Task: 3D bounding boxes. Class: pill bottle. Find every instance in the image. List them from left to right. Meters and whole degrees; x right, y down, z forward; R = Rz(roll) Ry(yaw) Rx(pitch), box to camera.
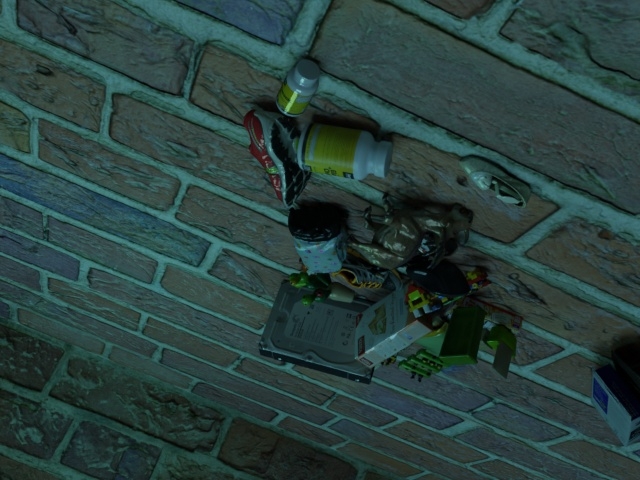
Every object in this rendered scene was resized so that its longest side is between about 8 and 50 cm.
[{"bbox_3d":[-0.041,-0.298,1.444,0.065,0.065,0.116,25,149,-9],"label":"pill bottle"},{"bbox_3d":[0.052,-0.182,1.542,0.184,0.103,0.103,12,149,14],"label":"pill bottle"}]

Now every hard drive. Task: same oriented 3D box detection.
[{"bbox_3d":[0.012,0.263,2.170,0.338,0.237,0.064,14,149,11],"label":"hard drive"}]

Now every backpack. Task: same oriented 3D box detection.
[{"bbox_3d":[0.000,0.000,1.864,0.151,0.115,0.182,5,150,18],"label":"backpack"}]

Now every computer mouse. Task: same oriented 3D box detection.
[{"bbox_3d":[0.226,0.069,1.752,0.184,0.060,0.262,-5,-163,-18],"label":"computer mouse"}]

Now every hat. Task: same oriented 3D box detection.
[{"bbox_3d":[0.899,0.392,1.941,0.134,0.331,0.331,-35,133,4],"label":"hat"}]

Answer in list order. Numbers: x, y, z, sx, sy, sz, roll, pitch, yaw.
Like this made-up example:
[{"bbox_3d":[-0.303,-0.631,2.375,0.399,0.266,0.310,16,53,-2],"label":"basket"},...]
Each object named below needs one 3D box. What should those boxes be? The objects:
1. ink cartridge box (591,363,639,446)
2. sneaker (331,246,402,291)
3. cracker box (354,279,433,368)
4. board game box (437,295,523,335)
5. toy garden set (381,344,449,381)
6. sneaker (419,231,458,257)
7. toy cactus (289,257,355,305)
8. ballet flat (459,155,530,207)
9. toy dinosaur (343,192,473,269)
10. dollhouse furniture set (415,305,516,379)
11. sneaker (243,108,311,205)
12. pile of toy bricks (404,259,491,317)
[{"bbox_3d":[0.823,0.451,2.054,0.065,0.165,0.333,-32,148,2],"label":"ink cartridge box"},{"bbox_3d":[0.117,0.094,1.983,0.214,0.083,0.084,24,149,-10],"label":"sneaker"},{"bbox_3d":[0.194,0.224,2.009,0.067,0.156,0.232,35,125,-25],"label":"cracker box"},{"bbox_3d":[0.433,0.221,2.046,0.193,0.045,0.147,23,150,-5],"label":"board game box"},{"bbox_3d":[0.303,0.386,2.391,0.203,0.049,0.244,24,150,-9],"label":"toy garden set"},{"bbox_3d":[0.252,-0.008,1.763,0.157,0.061,0.065,15,144,6],"label":"sneaker"},{"bbox_3d":[0.006,0.112,1.988,0.180,0.219,0.112,20,106,-6],"label":"toy cactus"},{"bbox_3d":[0.358,-0.118,1.521,0.168,0.052,0.057,24,150,-8],"label":"ballet flat"},{"bbox_3d":[0.187,0.004,1.704,0.200,0.127,0.295,41,132,-13],"label":"toy dinosaur"},{"bbox_3d":[0.351,0.304,2.030,0.301,0.151,0.197,-13,136,45],"label":"dollhouse furniture set"},{"bbox_3d":[-0.099,-0.191,1.651,0.118,0.107,0.279,26,152,27],"label":"sneaker"},{"bbox_3d":[0.315,0.102,1.864,0.212,0.105,0.118,-31,167,32],"label":"pile of toy bricks"}]
